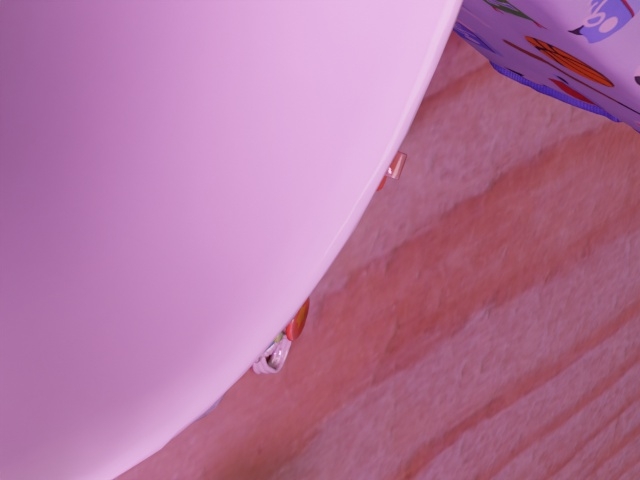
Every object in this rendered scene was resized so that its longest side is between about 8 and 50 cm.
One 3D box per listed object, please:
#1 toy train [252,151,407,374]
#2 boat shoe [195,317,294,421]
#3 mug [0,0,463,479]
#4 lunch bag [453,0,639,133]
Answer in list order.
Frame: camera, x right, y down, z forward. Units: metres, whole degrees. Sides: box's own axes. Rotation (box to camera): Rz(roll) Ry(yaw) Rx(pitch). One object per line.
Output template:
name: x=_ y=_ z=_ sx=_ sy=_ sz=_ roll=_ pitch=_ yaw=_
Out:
toy train: x=0.000 y=0.000 z=1.097 sx=0.125 sy=0.046 sz=0.166 roll=23 pitch=88 yaw=-61
boat shoe: x=-0.054 y=-0.006 z=0.908 sx=0.118 sy=0.103 sz=0.320 roll=-46 pitch=158 yaw=-36
mug: x=-0.179 y=-0.143 z=0.397 sx=0.276 sy=0.328 sz=0.374 roll=-61 pitch=150 yaw=-14
lunch bag: x=0.183 y=-0.274 z=1.030 sx=0.385 sy=0.239 sz=0.328 roll=-61 pitch=150 yaw=1
